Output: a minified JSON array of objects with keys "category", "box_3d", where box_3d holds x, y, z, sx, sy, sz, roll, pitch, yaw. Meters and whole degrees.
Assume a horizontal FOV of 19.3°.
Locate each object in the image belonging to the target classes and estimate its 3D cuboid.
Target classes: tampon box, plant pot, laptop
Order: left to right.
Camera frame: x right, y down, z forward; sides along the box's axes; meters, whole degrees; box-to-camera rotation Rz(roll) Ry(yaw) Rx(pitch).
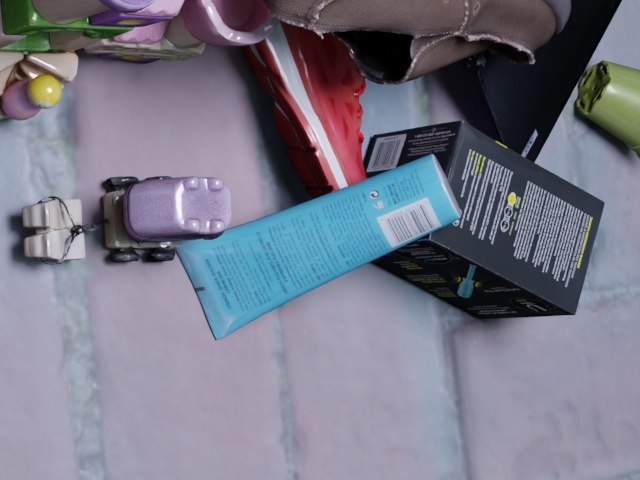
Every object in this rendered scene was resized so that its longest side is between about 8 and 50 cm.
[{"category":"laptop","box_3d":[0.129,-0.225,1.593,0.264,0.136,0.234,31,65,-3]},{"category":"tampon box","box_3d":[0.122,-0.013,1.500,0.161,0.120,0.101,27,72,-32]},{"category":"plant pot","box_3d":[0.271,-0.121,1.654,0.079,0.083,0.083,21,73,-22]}]

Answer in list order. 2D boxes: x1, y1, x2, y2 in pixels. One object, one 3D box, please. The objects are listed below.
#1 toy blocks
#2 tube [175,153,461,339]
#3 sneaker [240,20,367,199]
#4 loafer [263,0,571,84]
[{"category":"toy blocks","box_3d":[-0.150,-0.144,1.224,0.288,0.260,0.309,-2,87,-37]},{"category":"tube","box_3d":[0.000,0.000,1.393,0.207,0.052,0.080,-23,97,7]},{"category":"sneaker","box_3d":[0.026,-0.122,1.441,0.128,0.087,0.221,-28,104,-13]},{"category":"loafer","box_3d":[0.056,-0.178,1.344,0.366,0.134,0.130,13,107,-57]}]
